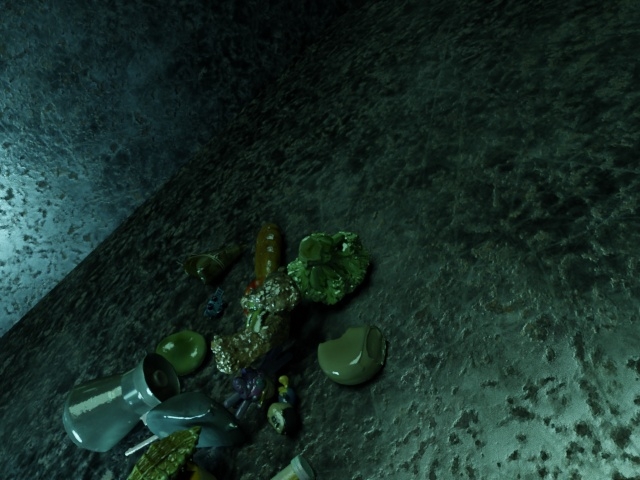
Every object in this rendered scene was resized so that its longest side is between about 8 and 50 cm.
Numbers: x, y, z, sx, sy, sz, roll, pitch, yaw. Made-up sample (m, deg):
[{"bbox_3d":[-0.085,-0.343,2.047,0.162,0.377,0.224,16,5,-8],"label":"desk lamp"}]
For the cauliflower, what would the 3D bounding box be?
[{"bbox_3d":[0.010,0.069,1.685,0.272,0.250,0.275,14,65,22],"label":"cauliflower"}]

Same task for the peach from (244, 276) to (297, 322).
[{"bbox_3d":[-0.167,0.221,1.757,0.197,0.197,0.197,-24,38,21],"label":"peach"}]

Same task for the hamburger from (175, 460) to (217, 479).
[{"bbox_3d":[-0.401,0.740,1.398,0.300,0.176,0.300,-25,19,9],"label":"hamburger"}]

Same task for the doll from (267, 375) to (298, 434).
[{"bbox_3d":[-0.110,0.483,1.509,0.088,0.102,0.179,0,35,-11],"label":"doll"}]

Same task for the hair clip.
[{"bbox_3d":[-0.183,0.405,1.586,0.090,0.137,0.278,-29,15,41],"label":"hair clip"}]

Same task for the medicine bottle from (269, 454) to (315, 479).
[{"bbox_3d":[-0.120,0.647,1.339,0.218,0.074,0.074,-38,35,-1],"label":"medicine bottle"}]

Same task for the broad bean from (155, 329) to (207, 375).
[{"bbox_3d":[-0.510,0.412,1.943,0.228,0.100,0.169,19,73,37],"label":"broad bean"}]

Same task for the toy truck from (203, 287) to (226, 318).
[{"bbox_3d":[-0.407,0.240,2.062,0.074,0.063,0.136,-30,29,48],"label":"toy truck"}]

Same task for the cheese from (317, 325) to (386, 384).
[{"bbox_3d":[0.079,0.327,1.495,0.202,0.091,0.175,-13,42,32],"label":"cheese"}]

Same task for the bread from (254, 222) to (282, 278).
[{"bbox_3d":[-0.197,0.064,2.036,0.124,0.084,0.344,-48,30,29],"label":"bread"}]

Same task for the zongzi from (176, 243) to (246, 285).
[{"bbox_3d":[-0.464,0.079,2.266,0.241,0.111,0.247,-36,25,-26],"label":"zongzi"}]

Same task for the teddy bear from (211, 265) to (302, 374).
[{"bbox_3d":[-0.196,0.234,1.561,0.296,0.223,0.246,-18,21,-15],"label":"teddy bear"}]

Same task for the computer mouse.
[{"bbox_3d":[-0.374,0.542,1.600,0.371,0.188,0.122,-12,36,34],"label":"computer mouse"}]

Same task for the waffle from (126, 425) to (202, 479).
[{"bbox_3d":[-0.435,0.606,1.441,0.207,0.054,0.214,-21,17,15],"label":"waffle"}]

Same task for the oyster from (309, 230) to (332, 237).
[{"bbox_3d":[-0.008,-0.001,1.961,0.103,0.051,0.148,-40,24,-12],"label":"oyster"}]

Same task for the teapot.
[{"bbox_3d":[-0.673,0.574,1.803,0.344,0.253,0.300,-31,75,10],"label":"teapot"}]
